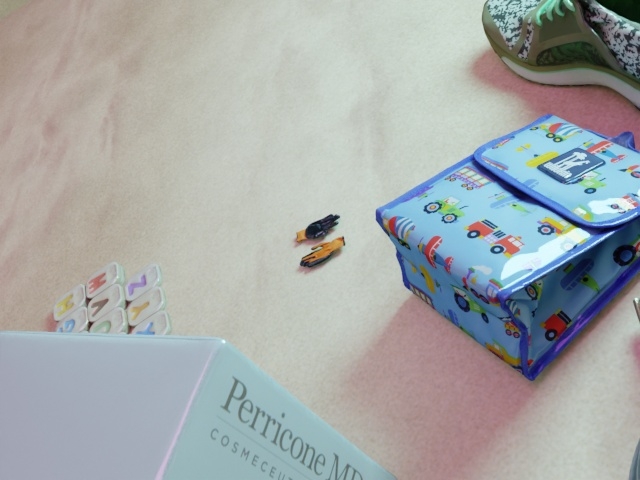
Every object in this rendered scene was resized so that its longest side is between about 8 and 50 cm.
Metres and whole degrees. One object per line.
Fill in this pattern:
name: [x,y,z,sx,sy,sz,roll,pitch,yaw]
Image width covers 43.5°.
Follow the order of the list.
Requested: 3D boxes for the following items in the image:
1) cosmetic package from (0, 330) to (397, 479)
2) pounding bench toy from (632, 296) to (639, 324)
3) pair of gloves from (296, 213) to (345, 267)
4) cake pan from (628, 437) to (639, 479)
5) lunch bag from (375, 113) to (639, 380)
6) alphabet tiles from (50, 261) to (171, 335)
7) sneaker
cosmetic package: [-0.183,0.329,0.738,0.328,0.329,0.393,-4,54,36]
pounding bench toy: [0.355,0.064,0.770,0.083,0.065,0.052,1,49,0]
pair of gloves: [0.000,0.000,1.130,0.074,0.010,0.083,-28,40,17]
cake pan: [0.386,0.197,0.626,0.293,0.054,0.293,-21,45,23]
lunch bag: [0.251,-0.025,0.896,0.293,0.138,0.221,-36,38,-13]
alphabet tiles: [-0.358,0.157,1.258,0.278,0.021,0.284,-33,42,9]
sneaker: [0.344,-0.285,0.985,0.158,0.182,0.410,-47,41,-6]
